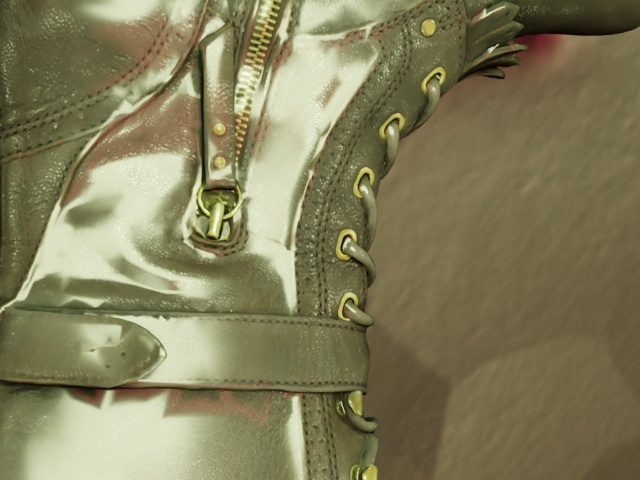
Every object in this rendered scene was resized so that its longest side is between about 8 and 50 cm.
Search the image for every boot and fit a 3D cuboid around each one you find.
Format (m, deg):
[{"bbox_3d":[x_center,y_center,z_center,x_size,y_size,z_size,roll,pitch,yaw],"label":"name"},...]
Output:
[{"bbox_3d":[0.000,0.000,0.470,0.262,0.091,0.229,-2,84,-17],"label":"boot"}]
